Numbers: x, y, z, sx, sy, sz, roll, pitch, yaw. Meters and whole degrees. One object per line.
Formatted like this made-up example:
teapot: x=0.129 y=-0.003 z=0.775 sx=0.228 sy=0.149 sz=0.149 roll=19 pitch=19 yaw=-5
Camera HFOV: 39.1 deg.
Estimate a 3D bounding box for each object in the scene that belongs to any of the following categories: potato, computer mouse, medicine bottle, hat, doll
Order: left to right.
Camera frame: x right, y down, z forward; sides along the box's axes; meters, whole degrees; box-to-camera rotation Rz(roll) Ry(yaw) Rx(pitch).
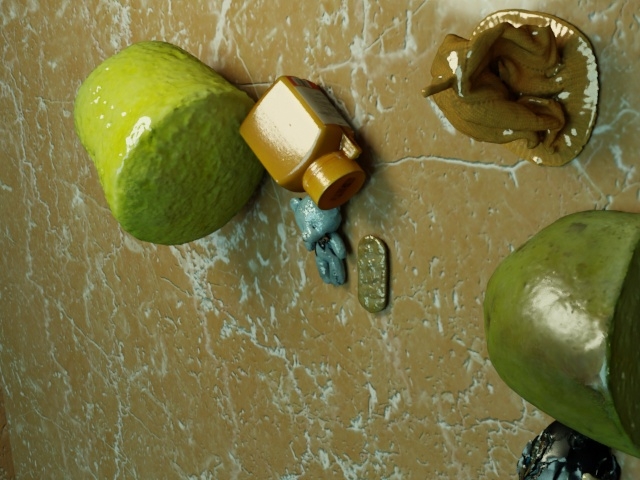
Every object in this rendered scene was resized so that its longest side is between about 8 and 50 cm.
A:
medicine bottle: x=-0.024 y=-0.166 z=1.593 sx=0.149 sy=0.112 sz=0.222 roll=-48 pitch=65 yaw=25
doll: x=-0.003 y=0.000 z=1.665 sx=0.120 sy=0.075 sz=0.179 roll=2 pitch=104 yaw=41
hat: x=0.220 y=-0.203 z=1.244 sx=0.233 sy=0.233 sz=0.244 roll=-9 pitch=93 yaw=50
potato: x=0.323 y=0.134 z=1.247 sx=0.280 sy=0.213 sz=0.330 roll=-1 pitch=99 yaw=47
computer mouse: x=0.352 y=0.374 z=1.338 sx=0.147 sy=0.078 sz=0.241 roll=18 pitch=97 yaw=28

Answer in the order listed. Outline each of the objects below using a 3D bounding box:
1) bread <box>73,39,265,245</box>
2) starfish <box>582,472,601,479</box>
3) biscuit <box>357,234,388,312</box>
bread: x=-0.294 y=-0.190 z=1.743 sx=0.308 sy=0.348 sz=0.348 roll=44 pitch=130 yaw=37
starfish: x=0.545 y=0.365 z=1.117 sx=0.432 sy=0.082 sz=0.324 roll=46 pitch=119 yaw=-5
biscuit: x=0.093 y=0.061 z=1.621 sx=0.071 sy=0.018 sz=0.147 roll=15 pitch=113 yaw=43
